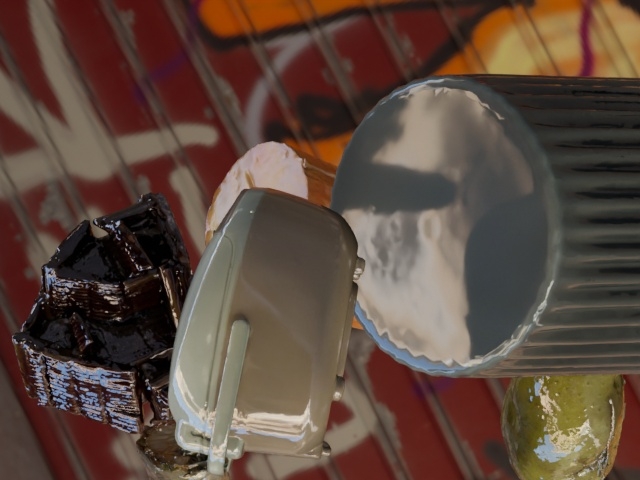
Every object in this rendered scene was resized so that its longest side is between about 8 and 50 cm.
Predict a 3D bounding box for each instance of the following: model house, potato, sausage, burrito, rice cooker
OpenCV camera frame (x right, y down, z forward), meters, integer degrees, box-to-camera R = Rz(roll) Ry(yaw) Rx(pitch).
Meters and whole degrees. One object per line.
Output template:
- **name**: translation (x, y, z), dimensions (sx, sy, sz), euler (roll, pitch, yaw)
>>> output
- **model house**: translation (-0.337, 0.138, 1.803), dimensions (0.297, 0.283, 0.317), euler (58, 154, 33)
- **potato**: translation (0.296, 0.206, 1.383), dimensions (0.169, 0.144, 0.248), euler (-118, 22, -48)
- **sausage**: translation (0.000, 0.000, 1.747), dimensions (0.287, 0.233, 0.233), euler (21, -142, -42)
- **burrito**: translation (-0.163, 0.313, 1.469), dimensions (0.175, 0.107, 0.347), euler (50, 161, 34)
- **rice cooker**: translation (-0.038, 0.066, 0.821), dimensions (0.145, 0.127, 0.206), euler (91, -175, -83)

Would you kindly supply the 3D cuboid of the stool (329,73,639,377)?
- **stool**: translation (0.207, -0.011, 1.044), dimensions (0.330, 0.297, 0.297), euler (-2, -120, -44)
